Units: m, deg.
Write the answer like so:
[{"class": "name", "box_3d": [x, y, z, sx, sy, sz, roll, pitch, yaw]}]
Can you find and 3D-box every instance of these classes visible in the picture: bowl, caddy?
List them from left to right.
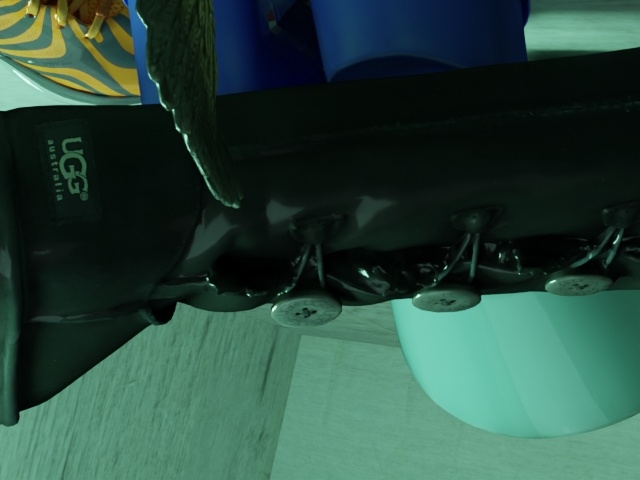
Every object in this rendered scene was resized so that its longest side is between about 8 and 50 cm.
[{"class": "caddy", "box_3d": [0.012, -0.130, 1.052, 0.241, 0.179, 0.341, -13, 159, 15]}, {"class": "bowl", "box_3d": [0.170, -0.019, 1.261, 0.311, 0.311, 0.163, 6, 149, 35]}]

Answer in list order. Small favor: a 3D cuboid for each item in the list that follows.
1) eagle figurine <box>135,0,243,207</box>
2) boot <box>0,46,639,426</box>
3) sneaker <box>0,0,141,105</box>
[{"class": "eagle figurine", "box_3d": [-0.090, -0.191, 0.716, 0.298, 0.226, 0.225, 34, -164, -15]}, {"class": "boot", "box_3d": [0.000, 0.000, 0.971, 0.445, 0.146, 0.367, -8, 169, -13]}, {"class": "sneaker", "box_3d": [-0.209, -0.185, 1.153, 0.321, 0.125, 0.180, 15, 171, -12]}]
